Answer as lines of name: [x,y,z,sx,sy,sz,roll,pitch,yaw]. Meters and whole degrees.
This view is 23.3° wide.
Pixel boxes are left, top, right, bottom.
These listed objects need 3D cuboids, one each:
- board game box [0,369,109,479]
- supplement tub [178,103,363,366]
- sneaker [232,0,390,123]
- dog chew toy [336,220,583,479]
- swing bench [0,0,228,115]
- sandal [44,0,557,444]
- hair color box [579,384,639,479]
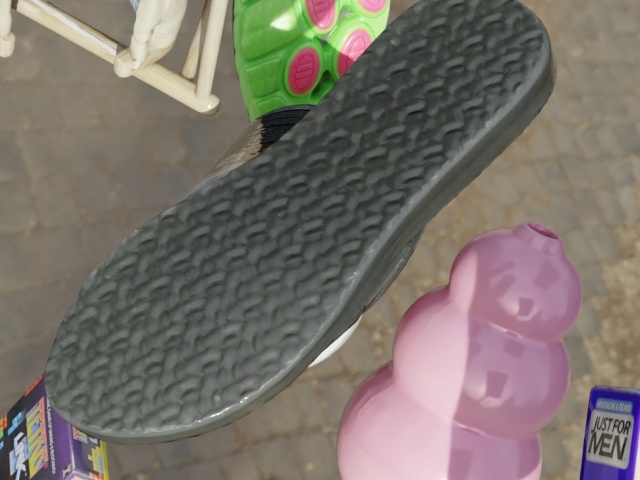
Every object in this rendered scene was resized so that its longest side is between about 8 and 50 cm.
board game box: [-0.278,0.220,1.569,0.048,0.141,0.170,28,28,-31]
supplement tub: [-0.026,-0.017,1.480,0.193,0.193,0.316,52,21,-10]
sneaker: [-0.026,-0.192,1.796,0.185,0.482,0.202,-9,35,-15]
dog chew toy: [0.148,0.136,1.514,0.207,0.331,0.206,21,18,-7]
swing bench: [-0.167,-0.261,1.184,0.255,0.253,0.165,15,52,-1]
sandal: [0.003,0.000,1.120,0.167,0.446,0.107,43,-12,33]
hair color box: [0.261,0.275,1.031,0.185,0.110,0.338,8,84,-9]
